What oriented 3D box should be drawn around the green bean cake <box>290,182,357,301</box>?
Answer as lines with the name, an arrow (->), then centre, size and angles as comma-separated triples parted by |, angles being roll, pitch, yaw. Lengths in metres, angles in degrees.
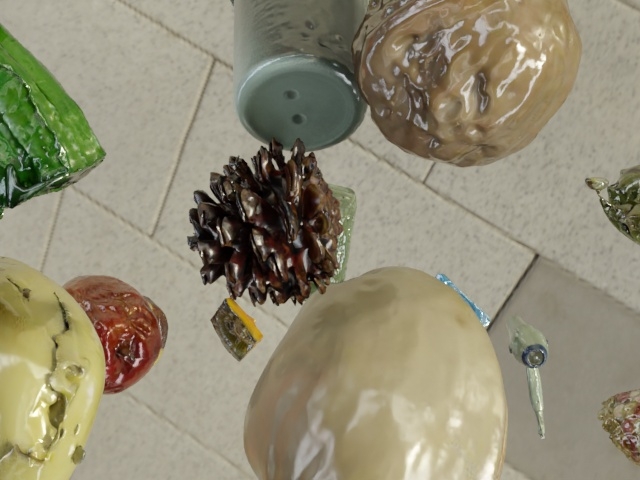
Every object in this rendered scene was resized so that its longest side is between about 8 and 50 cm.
green bean cake -> 0.000, 0.000, 1.957 | 0.125, 0.227, 0.222 | 8, 105, 2

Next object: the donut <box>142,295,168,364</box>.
donut -> -0.397, 0.208, 2.119 | 0.073, 0.166, 0.184 | 17, 83, 47

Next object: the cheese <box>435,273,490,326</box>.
cheese -> 0.159, 0.177, 1.613 | 0.135, 0.245, 0.052 | 43, 167, -2

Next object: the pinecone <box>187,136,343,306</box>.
pinecone -> -0.072, -0.014, 1.279 | 0.221, 0.221, 0.221 | 12, 122, 20

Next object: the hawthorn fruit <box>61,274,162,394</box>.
hawthorn fruit -> -0.352, 0.168, 1.666 | 0.243, 0.207, 0.207 | 18, 129, 53

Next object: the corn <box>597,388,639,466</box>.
corn -> 0.300, 0.127, 0.645 | 0.237, 0.079, 0.079 | -6, 114, 37

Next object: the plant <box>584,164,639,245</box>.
plant -> 0.600, 0.006, 1.784 | 0.180, 0.251, 0.333 | 27, 138, 46

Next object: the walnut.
walnut -> 0.162, -0.220, 1.132 | 0.227, 0.273, 0.273 | 26, 130, -22

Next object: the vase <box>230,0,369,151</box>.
vase -> -0.022, -0.285, 1.379 | 0.245, 0.291, 0.245 | -1, 141, -1

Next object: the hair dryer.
hair dryer -> 0.364, 0.221, 1.745 | 0.067, 0.167, 0.199 | -12, 119, 4

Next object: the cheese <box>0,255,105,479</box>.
cheese -> -0.305, 0.142, 0.945 | 0.316, 0.128, 0.259 | -2, 84, 52

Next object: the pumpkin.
pumpkin -> -0.110, 0.114, 1.322 | 0.073, 0.035, 0.101 | 47, 149, 2

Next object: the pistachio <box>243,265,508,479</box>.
pistachio -> 0.071, 0.252, 1.351 | 0.365, 0.445, 0.281 | -3, 154, 22

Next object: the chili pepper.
chili pepper -> -0.381, -0.153, 0.936 | 0.385, 0.167, 0.213 | 40, 121, 1
